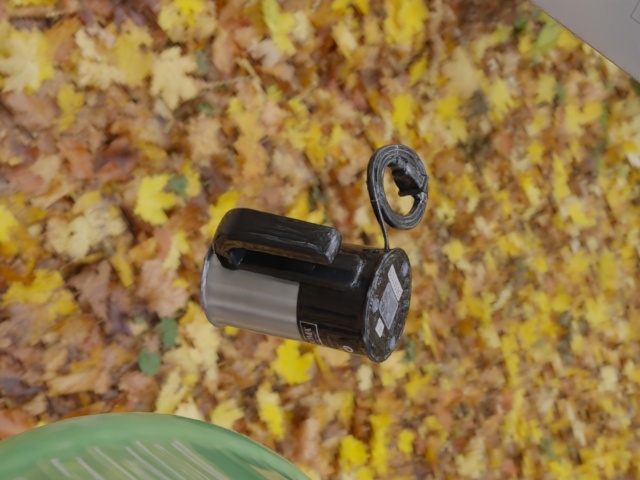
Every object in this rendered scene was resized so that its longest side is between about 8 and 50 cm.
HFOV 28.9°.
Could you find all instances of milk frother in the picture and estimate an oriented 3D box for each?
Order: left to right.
[{"bbox_3d":[0.000,0.000,0.909,0.143,0.134,0.129,-57,148,-41],"label":"milk frother"}]

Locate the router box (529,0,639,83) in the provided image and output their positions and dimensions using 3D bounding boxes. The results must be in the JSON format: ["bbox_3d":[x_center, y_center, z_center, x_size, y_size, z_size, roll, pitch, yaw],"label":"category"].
[{"bbox_3d":[0.214,-0.132,0.240,0.082,0.335,0.301,-4,41,-43],"label":"router box"}]

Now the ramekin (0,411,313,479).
[{"bbox_3d":[-0.065,0.232,0.505,0.303,0.148,0.303,-2,93,-28],"label":"ramekin"}]
